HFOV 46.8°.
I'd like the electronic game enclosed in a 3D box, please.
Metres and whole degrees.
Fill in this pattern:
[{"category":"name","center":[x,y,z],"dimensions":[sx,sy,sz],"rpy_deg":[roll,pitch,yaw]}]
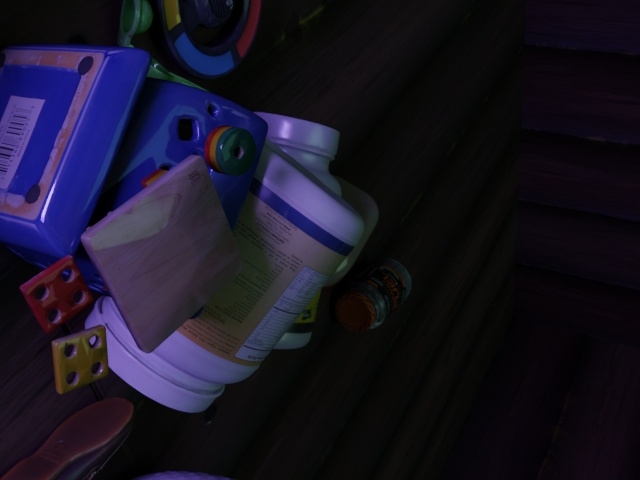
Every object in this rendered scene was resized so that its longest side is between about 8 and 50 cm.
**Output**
[{"category":"electronic game","center":[-0.146,-0.332,0.994],"dimensions":[0.229,0.048,0.229],"rpy_deg":[-36,133,-52]}]

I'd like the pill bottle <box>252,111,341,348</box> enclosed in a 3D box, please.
[{"category":"pill bottle","center":[-0.074,-0.017,1.129],"dimensions":[0.188,0.188,0.334],"rpy_deg":[8,95,-63]}]

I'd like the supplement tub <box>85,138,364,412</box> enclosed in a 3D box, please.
[{"category":"supplement tub","center":[-0.122,0.033,0.927],"dimensions":[0.316,0.228,0.228],"rpy_deg":[-51,154,6]}]

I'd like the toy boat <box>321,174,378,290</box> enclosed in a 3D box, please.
[{"category":"toy boat","center":[0.000,0.000,1.371],"dimensions":[0.231,0.151,0.151],"rpy_deg":[-57,177,-34]}]

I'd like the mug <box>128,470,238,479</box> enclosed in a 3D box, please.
[{"category":"mug","center":[-0.174,0.446,0.995],"dimensions":[0.276,0.328,0.374],"rpy_deg":[-66,151,-21]}]

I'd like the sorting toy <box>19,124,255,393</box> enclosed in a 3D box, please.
[{"category":"sorting toy","center":[-0.152,0.014,0.666],"dimensions":[0.274,0.046,0.132],"rpy_deg":[-44,133,-33]}]

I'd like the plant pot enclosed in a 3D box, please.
[{"category":"plant pot","center":[-0.230,-0.071,0.761],"dimensions":[0.212,0.236,0.236],"rpy_deg":[32,74,-55]}]

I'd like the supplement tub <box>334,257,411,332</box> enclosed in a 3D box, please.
[{"category":"supplement tub","center":[0.116,0.122,1.645],"dimensions":[0.190,0.117,0.117],"rpy_deg":[-37,134,-53]}]

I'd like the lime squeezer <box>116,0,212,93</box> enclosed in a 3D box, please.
[{"category":"lime squeezer","center":[-0.194,-0.253,0.888],"dimensions":[0.059,0.110,0.310],"rpy_deg":[-105,177,-49]}]

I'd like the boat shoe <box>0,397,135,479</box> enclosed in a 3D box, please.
[{"category":"boat shoe","center":[-0.317,0.281,0.930],"dimensions":[0.207,0.073,0.073],"rpy_deg":[-36,135,-43]}]
